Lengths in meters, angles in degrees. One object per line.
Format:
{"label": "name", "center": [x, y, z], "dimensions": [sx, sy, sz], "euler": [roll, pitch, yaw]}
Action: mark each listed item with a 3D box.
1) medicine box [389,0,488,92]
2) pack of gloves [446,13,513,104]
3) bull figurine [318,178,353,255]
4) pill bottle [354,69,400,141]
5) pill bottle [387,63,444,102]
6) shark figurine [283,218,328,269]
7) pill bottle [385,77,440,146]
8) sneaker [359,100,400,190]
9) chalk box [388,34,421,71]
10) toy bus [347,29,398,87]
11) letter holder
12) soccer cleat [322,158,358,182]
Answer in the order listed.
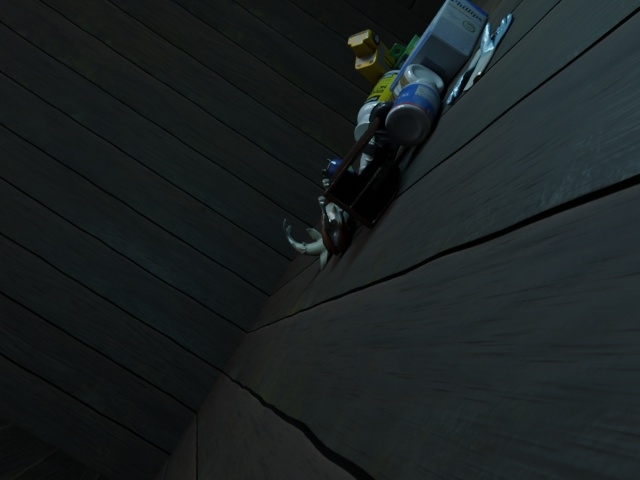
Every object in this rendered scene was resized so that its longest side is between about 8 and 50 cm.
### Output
{"label": "medicine box", "center": [0.390, -0.620, 1.727], "dimensions": [0.289, 0.149, 0.263], "euler": [-61, 6, -36]}
{"label": "pack of gloves", "center": [0.387, -0.461, 1.317], "dimensions": [0.232, 0.046, 0.195], "euler": [-58, 6, -18]}
{"label": "bull figurine", "center": [0.048, -0.089, 1.620], "dimensions": [0.310, 0.101, 0.189], "euler": [-91, -7, -55]}
{"label": "pill bottle", "center": [0.258, -0.499, 2.034], "dimensions": [0.334, 0.187, 0.188], "euler": [-60, 6, -35]}
{"label": "pill bottle", "center": [0.276, -0.423, 1.645], "dimensions": [0.229, 0.131, 0.131], "euler": [-59, 2, 42]}
{"label": "shark figurine", "center": [-0.021, 0.016, 1.831], "dimensions": [0.116, 0.278, 0.166], "euler": [8, -94, -54]}
{"label": "pill bottle", "center": [0.265, -0.366, 1.454], "dimensions": [0.124, 0.124, 0.222], "euler": [-52, 6, 44]}
{"label": "sneaker", "center": [0.188, -0.274, 1.625], "dimensions": [0.331, 0.122, 0.146], "euler": [97, -175, -53]}
{"label": "chalk box", "center": [0.379, -0.720, 2.107], "dimensions": [0.132, 0.213, 0.132], "euler": [-58, 6, -29]}
{"label": "toy bus", "center": [0.242, -0.722, 2.163], "dimensions": [0.108, 0.332, 0.130], "euler": [-2, 72, 39]}
{"label": "letter holder", "center": [0.147, -0.201, 1.424], "dimensions": [0.214, 0.152, 0.302], "euler": [-53, 6, 22]}
{"label": "soccer cleat", "center": [0.086, -0.196, 1.797], "dimensions": [0.094, 0.121, 0.289], "euler": [-66, -15, -6]}
